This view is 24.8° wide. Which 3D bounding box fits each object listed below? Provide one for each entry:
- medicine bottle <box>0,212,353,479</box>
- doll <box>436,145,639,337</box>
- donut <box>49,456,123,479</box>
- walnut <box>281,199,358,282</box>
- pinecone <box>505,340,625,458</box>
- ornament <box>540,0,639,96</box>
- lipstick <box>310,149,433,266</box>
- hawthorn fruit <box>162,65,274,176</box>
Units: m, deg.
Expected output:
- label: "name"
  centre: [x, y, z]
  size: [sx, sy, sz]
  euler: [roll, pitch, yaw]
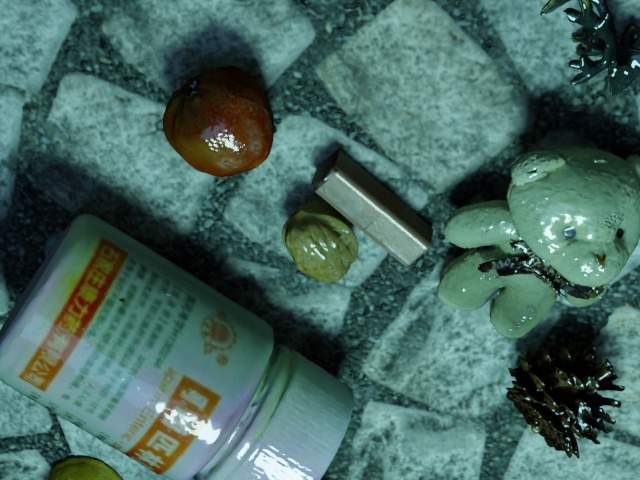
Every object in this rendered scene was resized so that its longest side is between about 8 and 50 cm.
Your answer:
- label: "medicine bottle"
  centre: [-0.171, 0.155, 1.685]
  size: [0.388, 0.219, 0.219]
  euler: [33, 123, -12]
- label: "doll"
  centre: [0.239, 0.019, 1.576]
  size: [0.175, 0.149, 0.278]
  euler: [0, 145, -29]
- label: "donut"
  centre: [-0.312, 0.338, 1.942]
  size: [0.108, 0.043, 0.097]
  euler: [34, 123, -17]
- label: "walnut"
  centre: [0.000, 0.000, 1.635]
  size: [0.082, 0.079, 0.096]
  euler: [-17, 125, 24]
- label: "pinecone"
  centre: [0.283, 0.176, 1.674]
  size: [0.120, 0.140, 0.140]
  euler: [-37, 114, -6]
- label: "ornament"
  centre: [0.345, -0.208, 1.430]
  size: [0.236, 0.080, 0.202]
  euler: [25, 128, -6]
- label: "lipstick"
  centre: [0.058, -0.035, 1.620]
  size: [0.145, 0.045, 0.045]
  euler: [39, 119, -14]
- label: "hawthorn fruit"
  centre: [-0.104, -0.125, 1.550]
  size: [0.128, 0.128, 0.128]
  euler: [5, 124, 8]
